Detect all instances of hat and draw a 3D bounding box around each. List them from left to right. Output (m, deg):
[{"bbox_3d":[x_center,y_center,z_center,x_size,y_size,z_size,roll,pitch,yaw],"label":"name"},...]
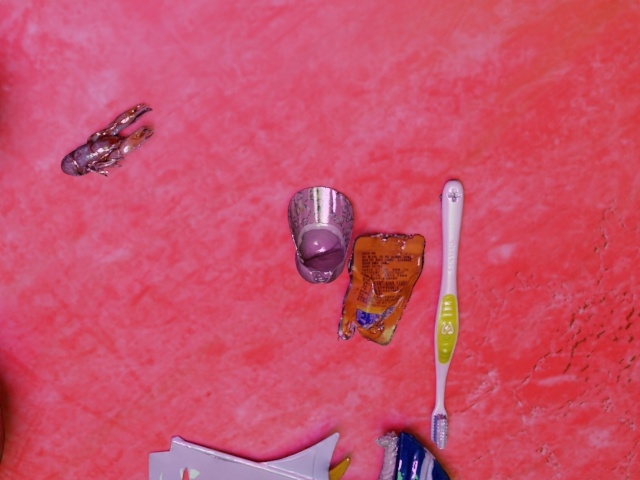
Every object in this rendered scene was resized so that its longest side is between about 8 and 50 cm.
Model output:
[{"bbox_3d":[-0.001,-0.002,0.808,0.058,0.042,0.087,-5,75,-11],"label":"hat"}]

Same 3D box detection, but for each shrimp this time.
[{"bbox_3d":[-0.176,-0.077,0.767,0.092,0.038,0.029,-38,150,8],"label":"shrimp"}]

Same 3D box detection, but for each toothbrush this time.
[{"bbox_3d":[0.116,0.071,0.847,0.022,0.026,0.263,-1,106,-4],"label":"toothbrush"}]

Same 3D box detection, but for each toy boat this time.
[{"bbox_3d":[-0.028,0.258,0.880,0.291,0.067,0.220,15,109,-5],"label":"toy boat"}]

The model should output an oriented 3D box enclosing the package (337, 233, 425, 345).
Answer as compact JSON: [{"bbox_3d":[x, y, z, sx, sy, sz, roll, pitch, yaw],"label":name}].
[{"bbox_3d":[0.051,0.045,0.826,0.077,0.033,0.110,11,111,-14],"label":"package"}]

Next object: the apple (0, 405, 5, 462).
[{"bbox_3d":[-0.392,0.175,0.735,0.257,0.234,0.256,-2,108,-7],"label":"apple"}]
